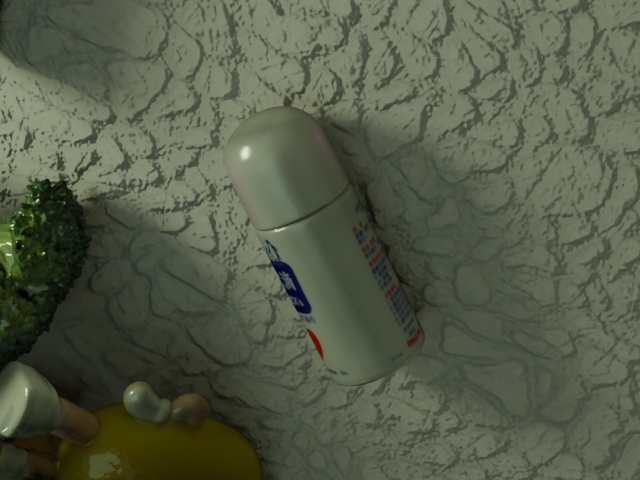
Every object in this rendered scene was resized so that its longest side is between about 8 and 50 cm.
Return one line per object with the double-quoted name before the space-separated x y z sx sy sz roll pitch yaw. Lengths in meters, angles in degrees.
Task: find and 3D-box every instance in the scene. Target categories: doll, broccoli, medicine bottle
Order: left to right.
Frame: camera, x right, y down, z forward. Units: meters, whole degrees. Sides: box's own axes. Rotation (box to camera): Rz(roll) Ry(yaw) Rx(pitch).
"broccoli" -0.463 0.053 1.631 0.375 0.249 0.302 -32 123 2
"doll" -0.282 0.302 1.704 0.348 0.161 0.423 -26 136 7
"medicine bottle" 0.000 0.000 1.556 0.130 0.130 0.341 -17 110 26

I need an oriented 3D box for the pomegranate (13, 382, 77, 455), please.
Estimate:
"pomegranate" -0.414 0.285 1.826 0.196 0.196 0.196 8 119 15
